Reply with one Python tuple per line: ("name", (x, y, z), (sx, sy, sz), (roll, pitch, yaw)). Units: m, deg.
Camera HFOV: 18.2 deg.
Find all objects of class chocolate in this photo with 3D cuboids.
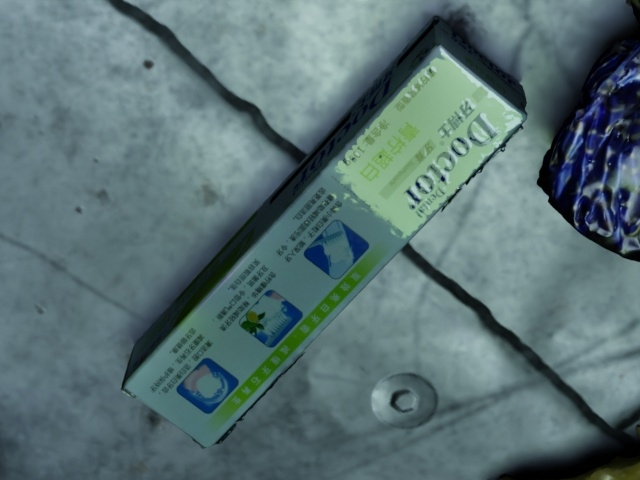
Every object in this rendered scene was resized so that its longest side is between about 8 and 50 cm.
("chocolate", (0.238, -0.157, 1.247), (0.148, 0.126, 0.343), (35, 116, 30))

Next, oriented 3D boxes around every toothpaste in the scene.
("toothpaste", (0.000, 0.000, 1.357), (0.081, 0.067, 0.336), (37, 111, -15))

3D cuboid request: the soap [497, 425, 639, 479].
("soap", (0.266, 0.327, 1.377), (0.169, 0.304, 0.339), (-38, 109, 15))
